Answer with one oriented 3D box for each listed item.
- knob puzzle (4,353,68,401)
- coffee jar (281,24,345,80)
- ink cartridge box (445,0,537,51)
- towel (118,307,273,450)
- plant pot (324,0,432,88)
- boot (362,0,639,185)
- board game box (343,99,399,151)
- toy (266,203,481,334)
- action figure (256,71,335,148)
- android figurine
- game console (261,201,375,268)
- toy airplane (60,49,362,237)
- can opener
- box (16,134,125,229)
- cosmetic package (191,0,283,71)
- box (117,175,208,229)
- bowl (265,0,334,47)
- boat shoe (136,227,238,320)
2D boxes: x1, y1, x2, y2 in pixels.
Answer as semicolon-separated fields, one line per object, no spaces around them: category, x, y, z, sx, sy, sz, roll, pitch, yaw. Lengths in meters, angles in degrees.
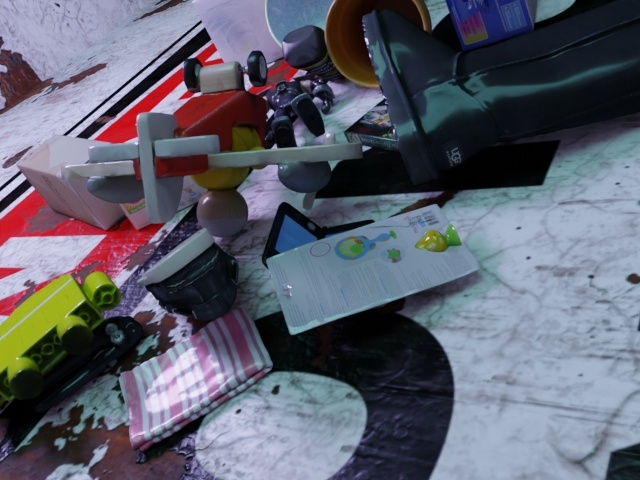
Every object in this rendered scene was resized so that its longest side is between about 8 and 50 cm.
knob puzzle;-0.463;0.190;1.073;0.213;0.030;0.213;-19;32;13
coffee jar;0.000;-0.392;1.431;0.096;0.079;0.184;-11;-4;29
ink cartridge box;0.321;-0.561;1.331;0.151;0.270;0.395;-12;35;27
towel;-0.164;0.170;0.876;0.197;0.029;0.144;-31;32;-6
plant pot;0.135;-0.429;1.378;0.205;0.205;0.188;-10;19;26
boot;0.308;-0.289;1.013;0.445;0.146;0.367;-20;52;12
board game box;0.167;-0.199;1.157;0.136;0.030;0.259;-39;33;-21
toy;0.064;0.043;0.852;0.237;0.056;0.137;-21;42;-3
action figure;-0.060;-0.257;1.358;0.185;0.099;0.285;-31;27;8
android figurine;-0.408;0.137;1.002;0.248;0.056;0.273;-44;26;-15
game console;0.000;0.000;0.948;0.085;0.124;0.144;-41;21;33
toy airplane;-0.178;-0.116;1.067;0.384;0.272;0.386;-24;31;-25
can opener;-0.335;0.177;0.980;0.059;0.073;0.186;40;64;12
box;-0.522;-0.133;1.479;0.121;0.148;0.311;-45;34;-24
cosmetic package;-0.177;-0.589;1.795;0.224;0.225;0.138;-15;36;20
box;-0.295;-0.124;1.329;0.203;0.103;0.114;-24;31;6
bowl;0.030;-0.548;1.612;0.289;0.289;0.156;-13;-8;22
boat shoe;-0.170;0.058;0.949;0.127;0.113;0.340;-39;6;-17
